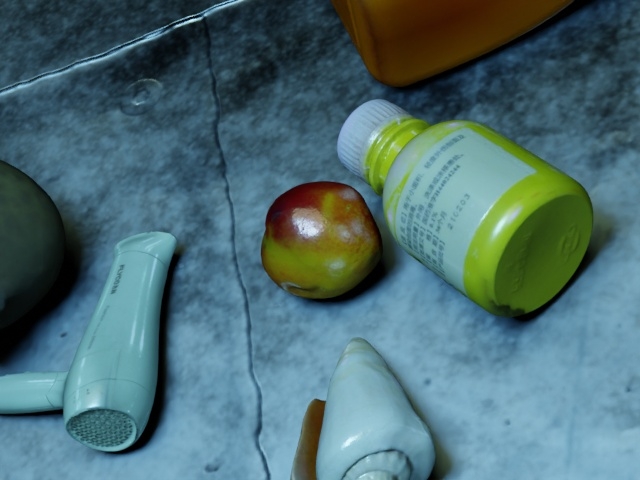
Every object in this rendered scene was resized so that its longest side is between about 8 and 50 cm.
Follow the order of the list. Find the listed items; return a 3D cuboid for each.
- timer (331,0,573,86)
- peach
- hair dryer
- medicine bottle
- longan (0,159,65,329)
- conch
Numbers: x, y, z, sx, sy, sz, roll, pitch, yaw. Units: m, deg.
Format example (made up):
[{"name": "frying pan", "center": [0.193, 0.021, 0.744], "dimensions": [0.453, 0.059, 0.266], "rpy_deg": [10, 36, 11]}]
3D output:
[{"name": "timer", "center": [0.117, -0.293, 1.281], "dimensions": [0.250, 0.161, 0.257], "rpy_deg": [-22, 50, -2]}, {"name": "peach", "center": [0.001, 0.000, 1.157], "dimensions": [0.100, 0.101, 0.101], "rpy_deg": [-12, 52, 16]}, {"name": "hair dryer", "center": [-0.240, 0.099, 1.223], "dimensions": [0.237, 0.075, 0.206], "rpy_deg": [-16, 44, 22]}, {"name": "medicine bottle", "center": [0.103, -0.039, 1.121], "dimensions": [0.122, 0.122, 0.212], "rpy_deg": [-44, 50, -11]}, {"name": "longan", "center": [-0.316, 0.016, 1.237], "dimensions": [0.184, 0.159, 0.204], "rpy_deg": [-17, 43, 8]}, {"name": "conch", "center": [0.023, 0.139, 1.047], "dimensions": [0.094, 0.104, 0.176], "rpy_deg": [0, 39, -26]}]
